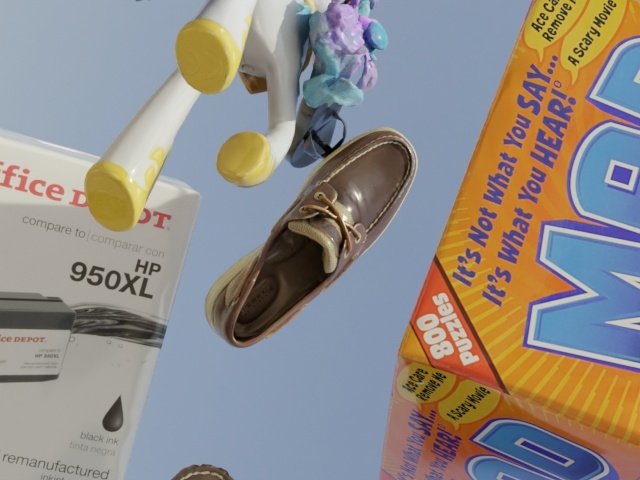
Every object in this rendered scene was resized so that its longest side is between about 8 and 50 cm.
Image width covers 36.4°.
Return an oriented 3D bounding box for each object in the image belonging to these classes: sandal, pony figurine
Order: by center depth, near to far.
[{"bbox_3d":[-0.048,-0.224,0.707,0.302,0.363,0.351,13,-52,16],"label":"pony figurine"},{"bbox_3d":[0.000,-0.152,1.357,0.097,0.054,0.254,-45,174,-12],"label":"sandal"}]

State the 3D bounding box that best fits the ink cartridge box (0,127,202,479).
[{"bbox_3d":[-0.325,0.090,1.083,0.166,0.285,0.395,-157,-97,-72],"label":"ink cartridge box"}]

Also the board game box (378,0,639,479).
[{"bbox_3d":[0.279,0.068,0.826,0.356,0.356,0.357,89,23,-62],"label":"board game box"}]

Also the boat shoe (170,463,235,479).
[{"bbox_3d":[-0.100,0.265,0.633,0.324,0.116,0.097,-78,161,-54],"label":"boat shoe"}]

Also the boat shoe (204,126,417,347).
[{"bbox_3d":[0.000,0.000,1.185,0.342,0.123,0.123,-43,-167,-6],"label":"boat shoe"}]
